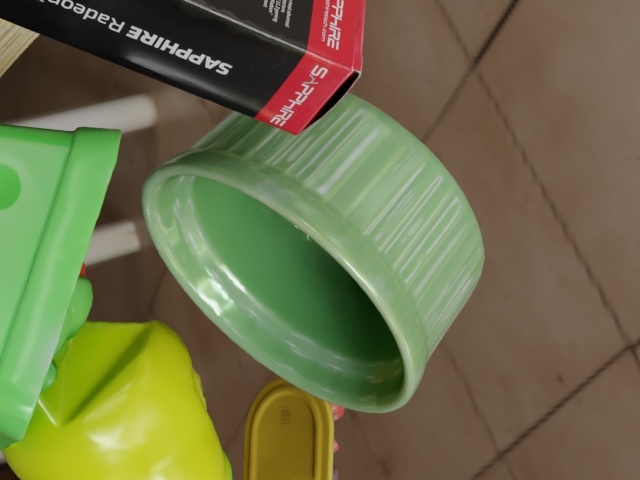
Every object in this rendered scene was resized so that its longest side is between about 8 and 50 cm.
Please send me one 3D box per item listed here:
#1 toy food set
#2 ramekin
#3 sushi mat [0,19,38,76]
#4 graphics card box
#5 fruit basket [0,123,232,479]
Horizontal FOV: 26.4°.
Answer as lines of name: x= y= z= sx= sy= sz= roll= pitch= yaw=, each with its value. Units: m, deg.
toy food set: x=-0.015 y=0.217 z=1.466 sx=0.128 sy=0.071 sz=0.217 roll=-8 pitch=73 yaw=41
ramekin: x=0.000 y=0.000 z=1.234 sx=0.303 sy=0.148 sz=0.303 roll=32 pitch=153 yaw=19
sushi mat: x=-0.238 y=-0.238 z=1.255 sx=0.019 sy=0.316 sz=0.151 roll=46 pitch=-172 yaw=-3
graphics card box: x=-0.145 y=-0.241 z=0.933 sx=0.094 sy=0.371 sz=0.232 roll=-43 pitch=34 yaw=48
fruit basket: x=-0.219 y=0.081 z=1.142 sx=0.392 sy=0.392 sz=0.283 roll=-22 pitch=49 yaw=66
